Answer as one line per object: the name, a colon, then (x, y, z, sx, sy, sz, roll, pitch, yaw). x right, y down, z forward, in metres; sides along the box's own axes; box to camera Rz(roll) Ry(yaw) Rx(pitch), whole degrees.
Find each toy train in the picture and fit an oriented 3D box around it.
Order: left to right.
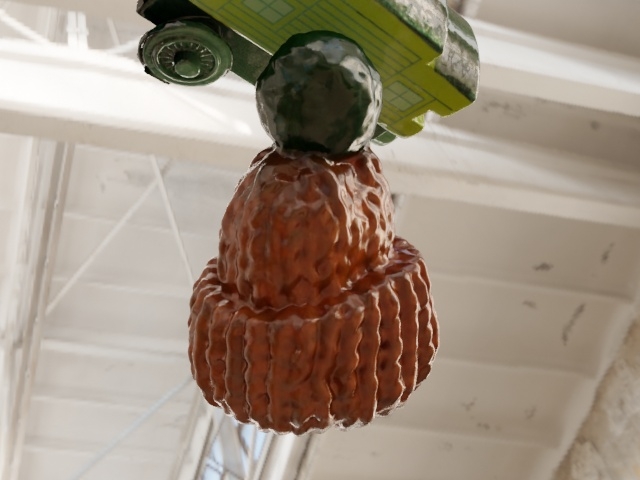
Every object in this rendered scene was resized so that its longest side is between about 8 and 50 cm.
toy train: (-0.008, -0.251, 1.137, 0.272, 0.179, 0.442, -27, -39, 37)

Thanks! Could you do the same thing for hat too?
hat: (0.000, 0.000, 1.024, 0.285, 0.285, 0.400, -6, -56, -11)
